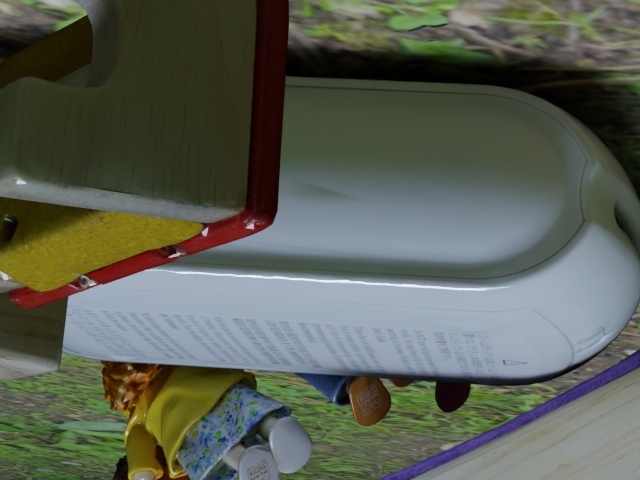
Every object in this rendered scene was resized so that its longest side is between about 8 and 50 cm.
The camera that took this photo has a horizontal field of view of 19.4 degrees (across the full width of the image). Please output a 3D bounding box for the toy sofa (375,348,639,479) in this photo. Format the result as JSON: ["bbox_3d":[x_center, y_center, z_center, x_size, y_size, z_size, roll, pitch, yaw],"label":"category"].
[{"bbox_3d":[0.169,0.126,0.970,0.362,0.177,0.150,-29,-173,9],"label":"toy sofa"}]

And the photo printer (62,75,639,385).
[{"bbox_3d":[0.000,0.000,0.897,0.307,0.107,0.256,3,166,10],"label":"photo printer"}]

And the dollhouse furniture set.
[{"bbox_3d":[-0.131,-0.050,0.591,0.152,0.201,0.374,18,155,-40],"label":"dollhouse furniture set"}]

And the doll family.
[{"bbox_3d":[-0.032,0.067,1.070,0.163,0.263,0.118,26,148,48],"label":"doll family"}]
